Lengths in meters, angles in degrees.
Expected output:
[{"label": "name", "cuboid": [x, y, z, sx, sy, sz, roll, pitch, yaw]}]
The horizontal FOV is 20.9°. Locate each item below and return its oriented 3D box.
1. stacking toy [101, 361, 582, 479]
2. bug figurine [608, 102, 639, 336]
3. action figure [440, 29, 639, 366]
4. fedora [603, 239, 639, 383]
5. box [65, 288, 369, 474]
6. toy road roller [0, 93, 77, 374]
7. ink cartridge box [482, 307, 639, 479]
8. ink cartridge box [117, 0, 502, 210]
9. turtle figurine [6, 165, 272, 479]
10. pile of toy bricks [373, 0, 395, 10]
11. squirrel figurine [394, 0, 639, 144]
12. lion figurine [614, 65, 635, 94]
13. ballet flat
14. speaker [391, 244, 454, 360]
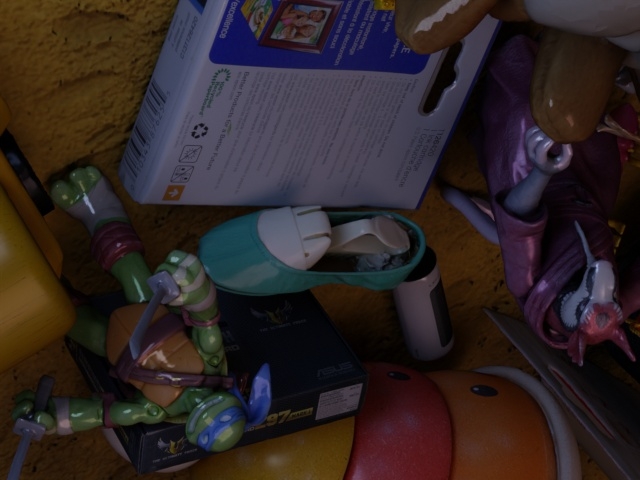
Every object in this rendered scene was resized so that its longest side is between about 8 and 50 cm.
[{"label": "stacking toy", "cuboid": [-0.007, 0.229, 1.751, 0.480, 0.350, 0.350, 25, 111, -29]}, {"label": "bug figurine", "cuboid": [0.313, -0.021, 1.748, 0.072, 0.279, 0.216, 8, 108, -25]}, {"label": "action figure", "cuboid": [0.201, -0.013, 1.580, 0.248, 0.370, 0.276, 28, 127, -25]}, {"label": "fedora", "cuboid": [0.422, 0.090, 1.971, 0.334, 0.152, 0.334, -26, 129, -38]}, {"label": "box", "cuboid": [-0.098, 0.110, 1.619, 0.233, 0.183, 0.059, -11, 133, -26]}, {"label": "toy road roller", "cuboid": [-0.308, -0.029, 1.299, 0.202, 0.240, 0.329, -32, 139, -7]}, {"label": "ink cartridge box", "cuboid": [0.341, 0.251, 1.965, 0.091, 0.308, 0.385, -49, 137, 12]}, {"label": "ink cartridge box", "cuboid": [0.006, -0.164, 1.535, 0.307, 0.072, 0.303, -1, 126, -37]}, {"label": "turtle figurine", "cuboid": [-0.186, 0.067, 1.440, 0.275, 0.266, 0.198, -14, 139, -36]}, {"label": "pile of toy bricks", "cuboid": [0.041, -0.288, 1.354, 0.118, 0.105, 0.212, -3, 97, -36]}, {"label": "squirrel figurine", "cuboid": [0.281, -0.254, 1.380, 0.281, 0.397, 0.370, -9, 158, 37]}, {"label": "lion figurine", "cuboid": [0.482, -0.199, 1.786, 0.392, 0.142, 0.240, 17, 109, -39]}, {"label": "ballet flat", "cuboid": [0.000, 0.000, 1.584, 0.247, 0.083, 0.087, 1, 148, -41]}, {"label": "speaker", "cuboid": [0.104, 0.064, 1.820, 0.055, 0.055, 0.136, -28, 138, -11]}]
